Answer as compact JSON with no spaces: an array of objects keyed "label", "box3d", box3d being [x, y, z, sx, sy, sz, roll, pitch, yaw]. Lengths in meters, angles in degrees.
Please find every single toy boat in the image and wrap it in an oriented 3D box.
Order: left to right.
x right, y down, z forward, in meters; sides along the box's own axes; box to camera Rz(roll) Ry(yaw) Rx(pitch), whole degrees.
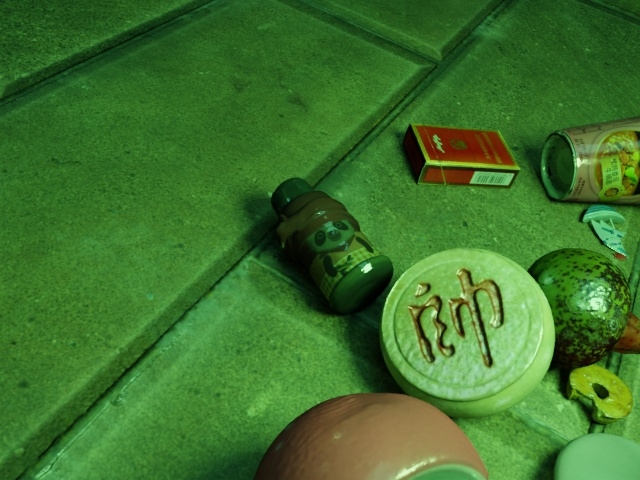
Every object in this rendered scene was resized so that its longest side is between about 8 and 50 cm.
[{"label":"toy boat","box3d":[0.644,-0.021,1.368,0.105,0.034,0.149,20,57,1]}]

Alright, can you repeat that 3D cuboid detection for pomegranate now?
[{"label":"pomegranate","box3d":[0.464,0.133,1.046,0.248,0.214,0.214,29,46,1]}]

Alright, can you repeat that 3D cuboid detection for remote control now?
[{"label":"remote control","box3d":[0.433,0.420,0.823,0.221,0.103,0.332,16,45,-7]}]

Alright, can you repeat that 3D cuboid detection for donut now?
[{"label":"donut","box3d":[0.474,0.263,1.030,0.097,0.043,0.108,-19,52,-30]}]

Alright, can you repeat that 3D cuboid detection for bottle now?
[{"label":"bottle","box3d":[0.000,0.000,1.093,0.156,0.143,0.271,0,43,-51]}]

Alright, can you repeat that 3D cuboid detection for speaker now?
[{"label":"speaker","box3d":[0.056,0.315,0.699,0.294,0.294,0.294,8,45,-8]}]

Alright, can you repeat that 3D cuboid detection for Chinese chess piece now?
[{"label":"Chinese chess piece","box3d":[0.228,0.143,0.958,0.270,0.112,0.270,-10,59,17]}]

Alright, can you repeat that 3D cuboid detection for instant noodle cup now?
[{"label":"instant noodle cup","box3d":[0.663,-0.179,1.401,0.255,0.244,0.244,-5,48,-7]}]

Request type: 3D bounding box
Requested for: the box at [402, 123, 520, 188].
[{"label":"box","box3d":[0.328,-0.199,1.423,0.239,0.074,0.153,2,50,-14]}]
